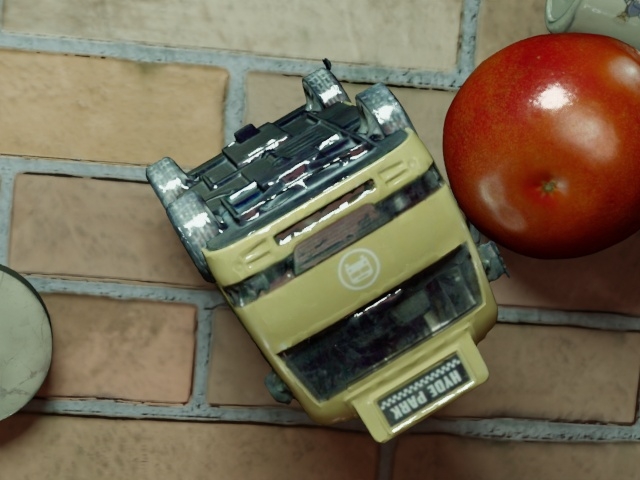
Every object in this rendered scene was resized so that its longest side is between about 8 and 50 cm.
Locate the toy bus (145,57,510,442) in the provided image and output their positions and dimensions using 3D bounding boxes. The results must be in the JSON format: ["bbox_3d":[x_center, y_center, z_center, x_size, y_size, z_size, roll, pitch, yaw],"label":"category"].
[{"bbox_3d":[0.000,0.000,1.084,0.177,0.365,0.201,-30,103,-3],"label":"toy bus"}]

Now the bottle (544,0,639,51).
[{"bbox_3d":[0.313,-0.184,1.239,0.233,0.110,0.110,18,94,-10],"label":"bottle"}]

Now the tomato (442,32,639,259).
[{"bbox_3d":[0.192,-0.073,1.197,0.195,0.136,0.195,9,123,15],"label":"tomato"}]

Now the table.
[{"bbox_3d":[-0.285,0.082,1.210,0.134,0.043,0.133,-1,97,-9],"label":"table"}]
